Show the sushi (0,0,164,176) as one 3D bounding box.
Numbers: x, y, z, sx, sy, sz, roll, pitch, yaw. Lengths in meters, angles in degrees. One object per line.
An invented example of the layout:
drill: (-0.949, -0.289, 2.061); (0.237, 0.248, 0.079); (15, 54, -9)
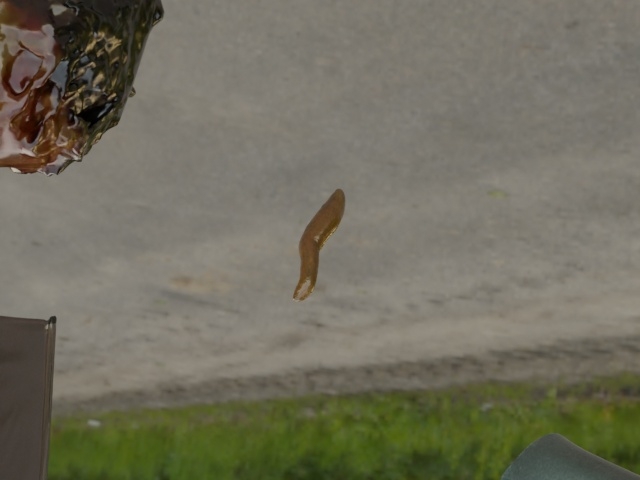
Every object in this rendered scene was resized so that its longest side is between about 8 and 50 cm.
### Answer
sushi: (-0.261, -0.190, 0.711); (0.343, 0.182, 0.196); (33, 124, 1)

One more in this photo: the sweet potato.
sweet potato: (-0.004, -0.002, 1.481); (0.044, 0.179, 0.044); (16, 147, 11)

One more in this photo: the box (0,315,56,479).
box: (-0.442, 0.224, 1.492); (0.153, 0.252, 0.188); (9, 166, -27)

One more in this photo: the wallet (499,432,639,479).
wallet: (0.152, 0.268, 0.614); (0.054, 0.290, 0.251); (19, 176, -27)
